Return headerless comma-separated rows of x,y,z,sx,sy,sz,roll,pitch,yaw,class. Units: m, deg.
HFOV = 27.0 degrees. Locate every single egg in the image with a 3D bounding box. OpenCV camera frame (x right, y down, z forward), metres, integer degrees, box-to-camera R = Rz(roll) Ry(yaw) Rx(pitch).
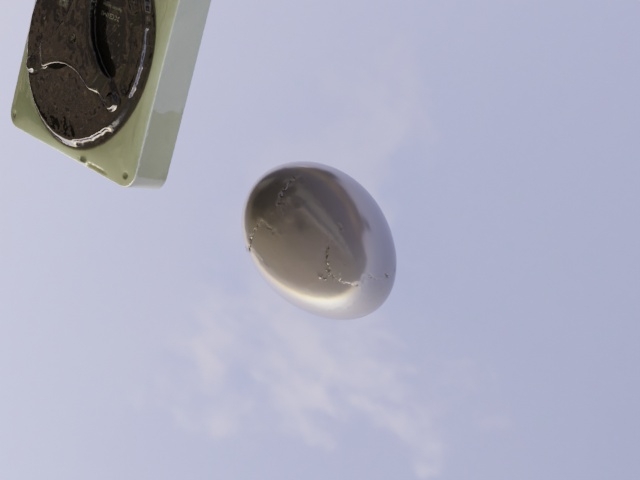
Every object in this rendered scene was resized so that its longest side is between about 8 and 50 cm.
0.000,0.000,1.418,0.199,0.146,0.146,44,-76,32,egg

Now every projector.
-0.237,-0.213,1.447,0.257,0.079,0.259,27,-74,42,projector
